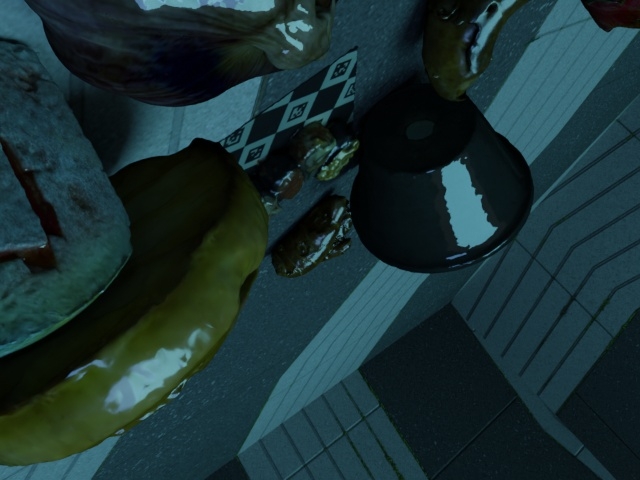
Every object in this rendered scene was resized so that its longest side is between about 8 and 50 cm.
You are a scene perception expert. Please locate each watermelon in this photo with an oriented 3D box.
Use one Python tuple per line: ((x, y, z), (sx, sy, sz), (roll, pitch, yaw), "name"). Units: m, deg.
((-0.267, -0.021, 0.475), (0.262, 0.201, 0.213), (-2, -170, 34), "watermelon")

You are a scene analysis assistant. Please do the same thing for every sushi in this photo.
((-0.052, -0.075, 0.953), (0.290, 0.050, 0.264), (-38, 164, -13), "sushi")

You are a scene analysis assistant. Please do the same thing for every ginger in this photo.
((0.000, 0.000, 1.231), (0.162, 0.073, 0.103), (-46, 165, 10), "ginger")
((0.219, -0.304, 0.895), (0.309, 0.107, 0.133), (-51, 148, 18), "ginger")

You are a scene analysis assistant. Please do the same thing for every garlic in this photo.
((-0.057, -0.175, 0.466), (0.245, 0.160, 0.245), (-37, 163, -13), "garlic")

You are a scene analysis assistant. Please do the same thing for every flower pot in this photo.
((0.151, -0.104, 1.067), (0.269, 0.269, 0.166), (-40, 145, -8), "flower pot")

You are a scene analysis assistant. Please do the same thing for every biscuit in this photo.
((-0.169, 0.044, 0.604), (0.296, 0.296, 0.102), (-39, 120, -10), "biscuit")

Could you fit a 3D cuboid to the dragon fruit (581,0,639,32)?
((0.479, -0.417, 1.114), (0.269, 0.198, 0.200), (-41, 139, -9), "dragon fruit")
